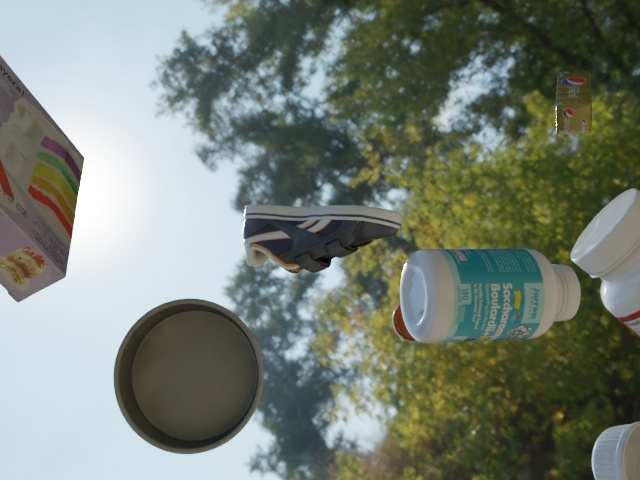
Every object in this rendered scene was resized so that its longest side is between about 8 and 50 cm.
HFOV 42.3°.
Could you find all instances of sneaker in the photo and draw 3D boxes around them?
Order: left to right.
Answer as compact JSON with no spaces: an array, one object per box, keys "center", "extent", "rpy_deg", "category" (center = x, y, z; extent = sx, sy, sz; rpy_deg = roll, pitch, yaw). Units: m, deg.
[{"center":[0.000,0.000,1.535],"extent":[0.126,0.321,0.128],"rpy_deg":[17,-104,-59],"category":"sneaker"}]

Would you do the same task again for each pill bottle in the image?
[{"center":[0.269,0.084,1.300],"extent":[0.264,0.146,0.146],"rpy_deg":[-1,-39,-16],"category":"pill bottle"},{"center":[0.667,0.100,1.498],"extent":[0.229,0.407,0.229],"rpy_deg":[-50,-1,-1],"category":"pill bottle"}]

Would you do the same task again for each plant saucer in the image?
[{"center":[0.182,0.161,1.653],"extent":[0.083,0.083,0.013],"rpy_deg":[-43,4,-20],"category":"plant saucer"}]

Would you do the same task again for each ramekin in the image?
[{"center":[0.768,0.555,2.048],"extent":[0.207,0.207,0.109],"rpy_deg":[-36,10,-35],"category":"ramekin"}]

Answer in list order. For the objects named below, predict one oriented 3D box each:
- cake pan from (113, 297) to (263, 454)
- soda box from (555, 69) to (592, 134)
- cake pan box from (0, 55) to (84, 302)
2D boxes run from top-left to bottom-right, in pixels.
[{"center":[-0.250,0.259,1.592],"extent":[0.293,0.293,0.054],"rpy_deg":[-49,-10,-2],"category":"cake pan"},{"center":[0.467,-0.256,1.522],"extent":[0.181,0.061,0.058],"rpy_deg":[-63,-32,-55],"category":"soda box"},{"center":[-0.357,-0.107,0.858],"extent":[0.070,0.246,0.267],"rpy_deg":[-28,-56,8],"category":"cake pan box"}]
